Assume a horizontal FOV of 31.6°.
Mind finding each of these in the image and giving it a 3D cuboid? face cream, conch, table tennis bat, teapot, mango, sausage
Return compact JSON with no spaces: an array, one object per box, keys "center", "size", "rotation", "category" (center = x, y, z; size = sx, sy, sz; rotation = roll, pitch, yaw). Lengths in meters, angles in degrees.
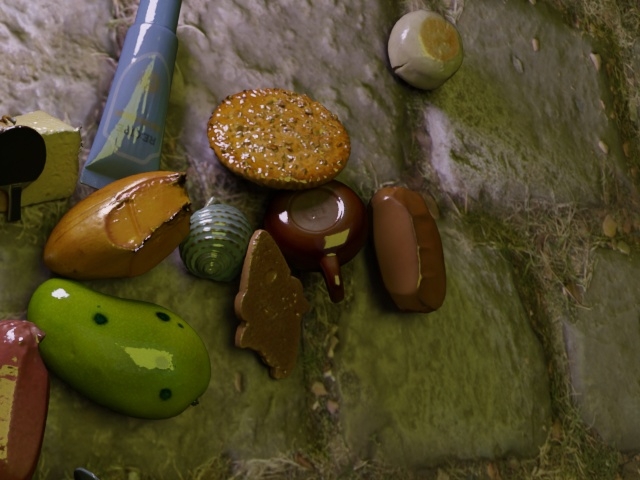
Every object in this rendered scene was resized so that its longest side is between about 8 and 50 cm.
[{"center":[-0.294,-0.248,1.860],"size":[0.135,0.086,0.385],"rotation":[21,67,-31],"category":"face cream"},{"center":[-0.159,0.000,1.846],"size":[0.135,0.102,0.153],"rotation":[45,54,-30],"category":"conch"},{"center":[-0.450,-0.098,1.668],"size":[0.095,0.158,0.014],"rotation":[-14,40,-35],"category":"table tennis bat"},{"center":[0.000,0.000,1.920],"size":[0.178,0.135,0.252],"rotation":[-15,59,-4],"category":"teapot"},{"center":[-0.300,0.159,1.676],"size":[0.293,0.143,0.175],"rotation":[29,58,-10],"category":"mango"},{"center":[-0.305,-0.015,1.728],"size":[0.252,0.126,0.154],"rotation":[-28,59,-23],"category":"mango"},{"center":[-0.444,0.238,1.554],"size":[0.148,0.148,0.254],"rotation":[18,59,-26],"category":"sausage"},{"center":[0.155,0.015,2.021],"size":[0.136,0.120,0.241],"rotation":[10,66,-65],"category":"sausage"}]

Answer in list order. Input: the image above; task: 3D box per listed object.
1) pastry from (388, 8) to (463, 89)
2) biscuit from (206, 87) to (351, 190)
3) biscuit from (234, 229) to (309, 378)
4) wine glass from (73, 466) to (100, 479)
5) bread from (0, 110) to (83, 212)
[{"center":[0.206,-0.373,2.213],"size":[0.156,0.092,0.156],"rotation":[7,71,-22],"category":"pastry"},{"center":[-0.068,-0.179,1.940],"size":[0.254,0.035,0.254],"rotation":[9,45,-10],"category":"biscuit"},{"center":[-0.084,0.105,1.849],"size":[0.162,0.035,0.250],"rotation":[-18,106,-47],"category":"biscuit"},{"center":[-0.384,0.425,1.546],"size":[0.231,0.103,0.103],"rotation":[-41,97,-32],"category":"wine glass"},{"center":[-0.452,-0.126,1.728],"size":[0.147,0.127,0.152],"rotation":[-10,112,-36],"category":"bread"}]
